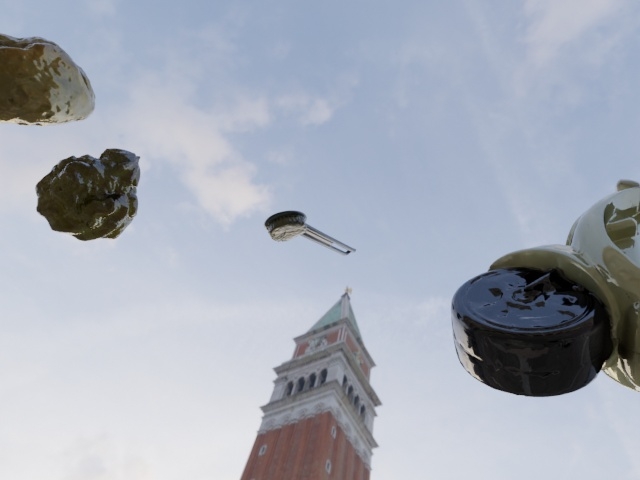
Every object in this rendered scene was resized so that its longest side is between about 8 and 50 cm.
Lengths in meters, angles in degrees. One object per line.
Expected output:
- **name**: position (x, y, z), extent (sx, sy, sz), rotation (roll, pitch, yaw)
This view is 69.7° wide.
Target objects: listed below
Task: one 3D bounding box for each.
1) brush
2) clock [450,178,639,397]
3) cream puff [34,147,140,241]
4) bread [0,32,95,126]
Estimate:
- **brush**: position (0.000, 0.000, 0.738), extent (0.062, 0.266, 0.027), rotation (-24, -112, 22)
- **clock**: position (0.310, 0.037, 0.323), extent (0.380, 0.276, 0.120), rotation (7, -62, 34)
- **cream puff**: position (-0.334, -0.075, 0.685), extent (0.146, 0.146, 0.116), rotation (45, -56, -10)
- **bread**: position (-0.525, -0.286, 0.801), extent (0.245, 0.244, 0.134), rotation (14, -63, 4)
